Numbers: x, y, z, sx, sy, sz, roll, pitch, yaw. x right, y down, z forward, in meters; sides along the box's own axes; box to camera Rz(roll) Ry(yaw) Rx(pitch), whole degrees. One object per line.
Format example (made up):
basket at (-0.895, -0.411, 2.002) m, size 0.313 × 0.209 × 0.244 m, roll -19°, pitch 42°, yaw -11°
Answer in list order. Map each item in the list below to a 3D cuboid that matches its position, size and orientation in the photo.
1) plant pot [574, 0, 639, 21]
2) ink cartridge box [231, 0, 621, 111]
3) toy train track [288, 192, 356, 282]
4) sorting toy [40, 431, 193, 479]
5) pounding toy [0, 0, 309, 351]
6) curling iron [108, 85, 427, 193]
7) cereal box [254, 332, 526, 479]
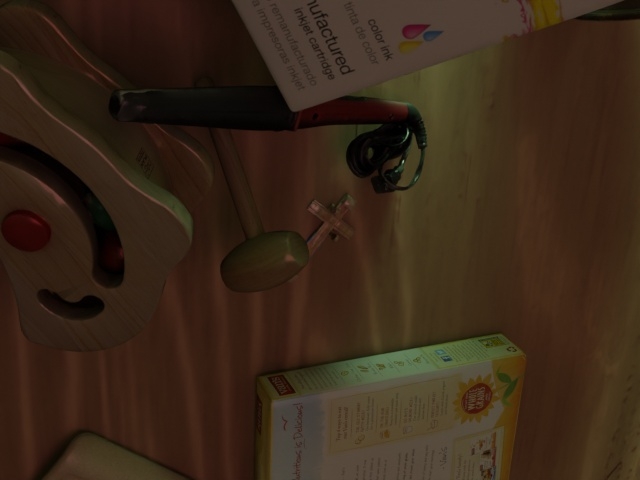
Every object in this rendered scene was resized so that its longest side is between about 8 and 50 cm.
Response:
plant pot at (0.238, -0.251, 0.613) m, size 0.166 × 0.167 × 0.165 m, roll -20°, pitch 113°, yaw -14°
ink cartridge box at (0.072, -0.218, 0.502) m, size 0.278 × 0.117 × 0.201 m, roll -15°, pitch 125°, yaw 22°
toy train track at (0.000, 0.000, 0.708) m, size 0.048 × 0.014 × 0.083 m, roll 35°, pitch 98°, yaw -32°
sorting toy at (-0.182, 0.276, 0.747) m, size 0.193 × 0.038 × 0.208 m, roll 36°, pitch 96°, yaw -32°
pounding toy at (-0.149, -0.039, 0.594) m, size 0.154 × 0.155 × 0.269 m, roll -33°, pitch 117°, yaw 28°
curling iron at (-0.016, -0.073, 0.598) m, size 0.274 × 0.035 × 0.068 m, roll 3°, pitch 86°, yaw -47°
cereal box at (0.060, 0.181, 0.800) m, size 0.240 × 0.047 × 0.173 m, roll -6°, pitch 116°, yaw -20°
